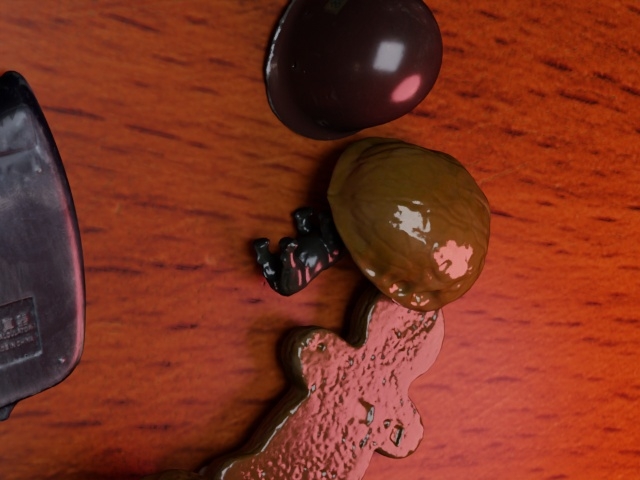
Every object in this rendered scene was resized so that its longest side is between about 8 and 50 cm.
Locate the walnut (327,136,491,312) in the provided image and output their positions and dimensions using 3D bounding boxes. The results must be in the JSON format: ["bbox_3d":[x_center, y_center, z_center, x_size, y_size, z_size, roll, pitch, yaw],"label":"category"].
[{"bbox_3d":[0.104,-0.021,1.085,0.211,0.087,0.167,18,65,-48],"label":"walnut"}]

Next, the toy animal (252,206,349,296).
[{"bbox_3d":[0.000,0.000,1.069,0.136,0.047,0.065,-38,126,-34],"label":"toy animal"}]

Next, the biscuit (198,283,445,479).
[{"bbox_3d":[0.020,0.162,1.114,0.197,0.049,0.301,46,71,-34],"label":"biscuit"}]

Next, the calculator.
[{"bbox_3d":[-0.262,0.016,0.868,0.177,0.040,0.268,-19,115,-33],"label":"calculator"}]

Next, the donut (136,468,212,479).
[{"bbox_3d":[-0.121,0.315,0.951,0.208,0.128,0.261,-8,117,-53],"label":"donut"}]

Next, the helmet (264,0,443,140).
[{"bbox_3d":[0.043,-0.164,1.034,0.175,0.106,0.155,-31,117,-26],"label":"helmet"}]
